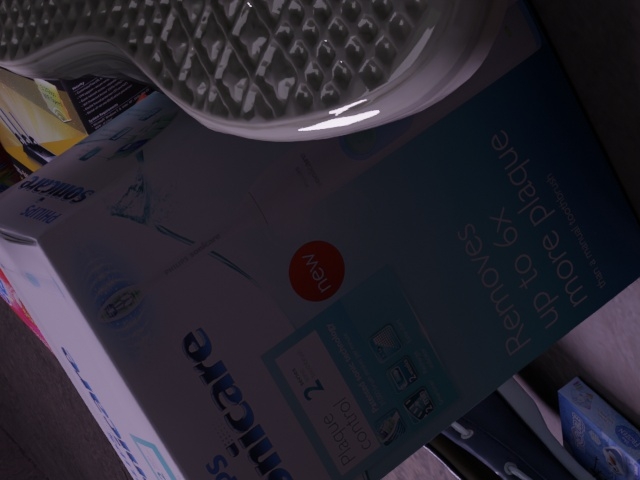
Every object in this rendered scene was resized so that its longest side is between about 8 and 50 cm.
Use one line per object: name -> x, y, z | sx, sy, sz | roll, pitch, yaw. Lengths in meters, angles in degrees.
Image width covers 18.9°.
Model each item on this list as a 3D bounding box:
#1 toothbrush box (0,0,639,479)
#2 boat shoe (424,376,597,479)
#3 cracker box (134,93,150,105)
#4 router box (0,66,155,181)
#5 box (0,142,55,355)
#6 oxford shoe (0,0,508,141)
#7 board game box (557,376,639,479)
toothbrush box -> 0.000, 0.000, 1.033 | 0.216, 0.295, 0.126 | 62, 161, -18
boat shoe -> 0.146, 0.178, 1.268 | 0.254, 0.079, 0.095 | 50, 162, 20
cracker box -> -0.014, -0.007, 1.234 | 0.156, 0.067, 0.232 | 43, -163, 32
router box -> -0.229, -0.120, 1.752 | 0.309, 0.081, 0.243 | 29, 149, 54
box -> -0.316, -0.001, 2.124 | 0.257, 0.122, 0.128 | 42, 159, 34
oxford shoe -> -0.035, -0.133, 0.883 | 0.449, 0.130, 0.169 | 11, 98, 61
board game box -> 0.193, 0.145, 1.253 | 0.090, 0.020, 0.090 | 43, 159, 35
